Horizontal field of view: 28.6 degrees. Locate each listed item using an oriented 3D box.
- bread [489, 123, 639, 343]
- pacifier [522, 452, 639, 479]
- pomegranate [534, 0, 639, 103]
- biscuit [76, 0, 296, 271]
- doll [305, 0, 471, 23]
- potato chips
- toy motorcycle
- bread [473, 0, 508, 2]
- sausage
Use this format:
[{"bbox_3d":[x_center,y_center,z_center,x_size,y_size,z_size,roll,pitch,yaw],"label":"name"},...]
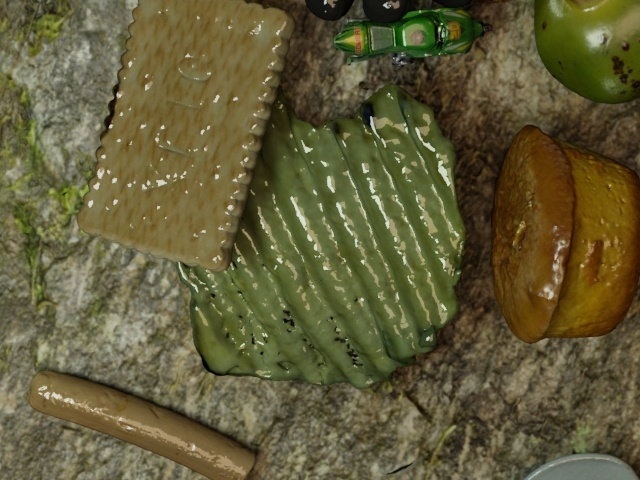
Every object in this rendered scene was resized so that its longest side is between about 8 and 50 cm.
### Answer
[{"bbox_3d":[0.276,0.001,1.450,0.146,0.268,0.268,5,101,-6],"label":"bread"},{"bbox_3d":[0.359,0.409,1.530,0.299,0.233,0.244,30,103,-3],"label":"pacifier"},{"bbox_3d":[0.313,-0.259,1.416,0.246,0.198,0.198,10,102,-24],"label":"pomegranate"},{"bbox_3d":[-0.161,-0.137,1.497,0.217,0.044,0.324,15,93,18],"label":"biscuit"},{"bbox_3d":[0.083,-0.316,1.407,0.144,0.234,0.135,-24,119,-38],"label":"doll"},{"bbox_3d":[-0.001,0.008,1.528,0.373,0.097,0.389,0,104,19],"label":"potato chips"},{"bbox_3d":[0.111,-0.240,1.479,0.190,0.106,0.074,-5,100,2],"label":"toy motorcycle"},{"bbox_3d":[0.202,-0.368,1.475,0.193,0.064,0.193,0,98,1],"label":"bread"},{"bbox_3d":[-0.229,0.237,1.606,0.301,0.066,0.065,23,101,-4],"label":"sausage"}]
